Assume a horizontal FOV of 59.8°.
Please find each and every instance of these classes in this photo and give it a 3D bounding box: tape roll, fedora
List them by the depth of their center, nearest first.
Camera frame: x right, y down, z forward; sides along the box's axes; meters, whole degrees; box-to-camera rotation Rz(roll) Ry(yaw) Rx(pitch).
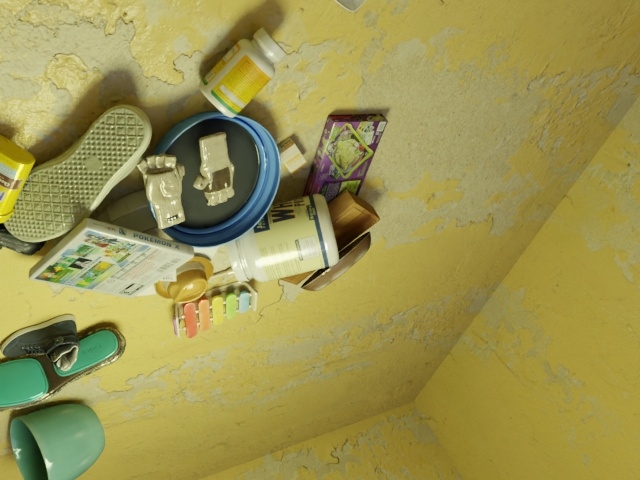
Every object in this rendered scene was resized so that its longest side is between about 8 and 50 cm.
[{"bbox_3d":[-0.489,0.009,1.650,0.391,0.072,0.392,-21,143,-17],"label":"tape roll"},{"bbox_3d":[-0.414,0.137,1.732,0.194,0.079,0.194,-21,144,-17],"label":"fedora"}]

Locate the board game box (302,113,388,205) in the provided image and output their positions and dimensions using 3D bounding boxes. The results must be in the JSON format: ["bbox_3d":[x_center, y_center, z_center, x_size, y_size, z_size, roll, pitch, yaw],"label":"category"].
[{"bbox_3d":[0.072,-0.253,1.817,0.208,0.056,0.347,-13,140,-34],"label":"board game box"}]

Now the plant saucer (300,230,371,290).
[{"bbox_3d":[0.064,0.082,1.937,0.310,0.050,0.310,-40,-177,2],"label":"plant saucer"}]

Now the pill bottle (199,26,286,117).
[{"bbox_3d":[-0.185,-0.412,1.356,0.208,0.118,0.117,-43,144,12],"label":"pill bottle"}]

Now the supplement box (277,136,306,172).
[{"bbox_3d":[-0.091,-0.257,1.685,0.062,0.036,0.098,-35,145,1],"label":"supplement box"}]

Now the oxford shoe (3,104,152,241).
[{"bbox_3d":[-0.571,-0.156,1.338,0.449,0.130,0.169,-40,105,9],"label":"oxford shoe"}]

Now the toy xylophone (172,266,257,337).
[{"bbox_3d":[-0.382,0.221,1.979,0.322,0.081,0.236,-22,143,-17],"label":"toy xylophone"}]

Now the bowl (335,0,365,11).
[{"bbox_3d":[0.073,-0.645,1.343,0.142,0.053,0.142,-48,144,19],"label":"bowl"}]

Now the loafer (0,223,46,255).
[{"bbox_3d":[-0.795,-0.010,1.375,0.078,0.076,0.223,-50,146,9],"label":"loafer"}]

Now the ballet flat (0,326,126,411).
[{"bbox_3d":[-0.862,0.427,1.793,0.482,0.164,0.182,-21,163,-21],"label":"ballet flat"}]

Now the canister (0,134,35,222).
[{"bbox_3d":[-0.728,-0.142,1.243,0.126,0.073,0.170,33,112,-10],"label":"canister"}]

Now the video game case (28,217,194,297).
[{"bbox_3d":[-0.552,0.059,1.473,0.329,0.036,0.299,-29,147,36],"label":"video game case"}]

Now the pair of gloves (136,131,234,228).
[{"bbox_3d":[-0.328,-0.156,1.408,0.240,0.042,0.204,-28,136,-22],"label":"pair of gloves"}]

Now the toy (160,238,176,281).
[{"bbox_3d":[-0.477,0.041,1.573,0.136,0.056,0.237,4,144,-12],"label":"toy"}]

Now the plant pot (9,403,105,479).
[{"bbox_3d":[-0.917,0.718,1.976,0.235,0.293,0.293,-18,145,-47],"label":"plant pot"}]

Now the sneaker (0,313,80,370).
[{"bbox_3d":[-0.839,0.334,1.676,0.226,0.163,0.086,-24,146,-11],"label":"sneaker"}]

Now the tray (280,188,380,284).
[{"bbox_3d":[0.000,0.000,1.986,0.411,0.076,0.202,-38,150,17],"label":"tray"}]

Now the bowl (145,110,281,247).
[{"bbox_3d":[-0.291,-0.166,1.521,0.391,0.077,0.391,-22,130,-29],"label":"bowl"}]

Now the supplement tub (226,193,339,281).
[{"bbox_3d":[-0.120,-0.002,1.752,0.324,0.236,0.235,-14,143,-1],"label":"supplement tub"}]
